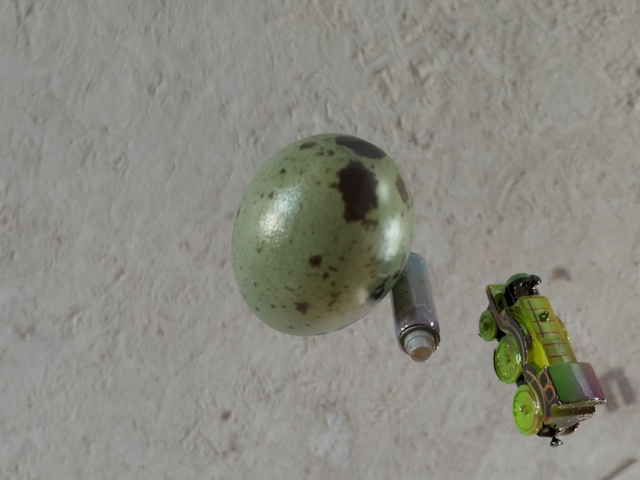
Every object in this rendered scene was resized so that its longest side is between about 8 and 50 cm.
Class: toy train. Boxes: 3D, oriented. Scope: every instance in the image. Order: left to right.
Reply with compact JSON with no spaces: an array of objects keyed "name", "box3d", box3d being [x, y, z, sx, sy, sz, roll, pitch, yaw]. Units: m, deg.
[{"name":"toy train","box3d":[0.352,0.183,1.642,0.101,0.296,0.160,0,140,-22]}]

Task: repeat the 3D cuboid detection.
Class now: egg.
[{"name":"egg","box3d":[0.000,0.000,1.633,0.288,0.287,0.379,8,130,-10]}]

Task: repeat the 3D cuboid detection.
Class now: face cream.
[{"name":"face cream","box3d":[0.154,0.112,1.656,0.075,0.229,0.075,-1,124,-2]}]
